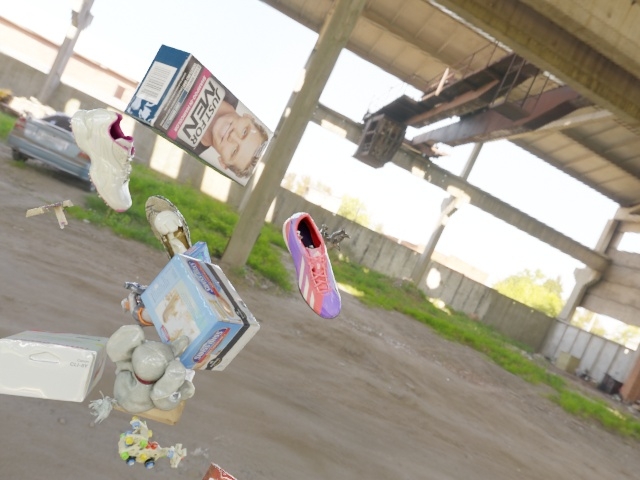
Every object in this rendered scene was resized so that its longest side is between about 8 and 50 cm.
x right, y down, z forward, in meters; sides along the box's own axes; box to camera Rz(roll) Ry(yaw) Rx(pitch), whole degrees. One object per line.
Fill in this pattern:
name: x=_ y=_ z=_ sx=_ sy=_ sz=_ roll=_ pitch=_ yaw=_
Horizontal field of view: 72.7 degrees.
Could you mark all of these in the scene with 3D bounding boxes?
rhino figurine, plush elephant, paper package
rhino figurine: x=0.000 y=0.000 z=1.587 sx=0.243 sy=0.106 sz=0.073 roll=-3 pitch=-46 yaw=31
plush elephant: x=-0.507 y=0.381 z=1.317 sx=0.272 sy=0.255 sz=0.330 roll=45 pitch=18 yaw=7
paper package: x=-0.786 y=0.710 z=2.089 sx=0.309 sy=0.168 sz=0.325 roll=20 pitch=-2 yaw=-9

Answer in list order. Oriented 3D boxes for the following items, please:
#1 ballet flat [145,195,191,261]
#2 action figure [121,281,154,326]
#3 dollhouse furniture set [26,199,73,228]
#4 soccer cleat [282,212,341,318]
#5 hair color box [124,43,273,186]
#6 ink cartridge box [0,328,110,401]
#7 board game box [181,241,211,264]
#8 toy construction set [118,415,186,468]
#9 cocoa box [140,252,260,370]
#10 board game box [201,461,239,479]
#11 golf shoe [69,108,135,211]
ballet flat: x=-0.721 y=0.001 z=2.177 sx=0.182 sy=0.164 sz=0.482 roll=13 pitch=-54 yaw=64
action figure: x=-0.661 y=0.303 z=1.775 sx=0.341 sy=0.178 sz=0.330 roll=27 pitch=-17 yaw=-19
dollhouse furniture set: x=-0.870 y=-0.074 z=1.408 sx=0.114 sy=0.081 sz=0.091 roll=-12 pitch=13 yaw=6
soccer cleat: x=-0.017 y=0.073 z=1.237 sx=0.109 sy=0.318 sz=0.116 roll=-19 pitch=-4 yaw=-22
hair color box: x=-0.268 y=-0.280 z=1.041 sx=0.105 sy=0.174 sz=0.347 roll=27 pitch=-2 yaw=27
ink cartridge box: x=-0.894 y=0.408 z=1.466 sx=0.279 sy=0.160 sz=0.385 roll=13 pitch=-11 yaw=-18
board game box: x=-0.556 y=0.134 z=1.956 sx=0.047 sy=0.210 sz=0.160 roll=7 pitch=30 yaw=23
toy construction set: x=-0.802 y=0.969 z=2.046 sx=0.328 sy=0.215 sz=0.151 roll=41 pitch=6 yaw=-26
cocoa box: x=-0.434 y=0.256 z=1.553 sx=0.347 sy=0.231 sz=0.228 roll=48 pitch=10 yaw=33
board game box: x=-0.373 y=0.900 z=1.420 sx=0.145 sy=0.281 sz=0.027 roll=26 pitch=-16 yaw=17
golf shoe: x=-0.595 y=-0.227 z=1.255 sx=0.140 sy=0.306 sz=0.115 roll=-10 pitch=29 yaw=1
